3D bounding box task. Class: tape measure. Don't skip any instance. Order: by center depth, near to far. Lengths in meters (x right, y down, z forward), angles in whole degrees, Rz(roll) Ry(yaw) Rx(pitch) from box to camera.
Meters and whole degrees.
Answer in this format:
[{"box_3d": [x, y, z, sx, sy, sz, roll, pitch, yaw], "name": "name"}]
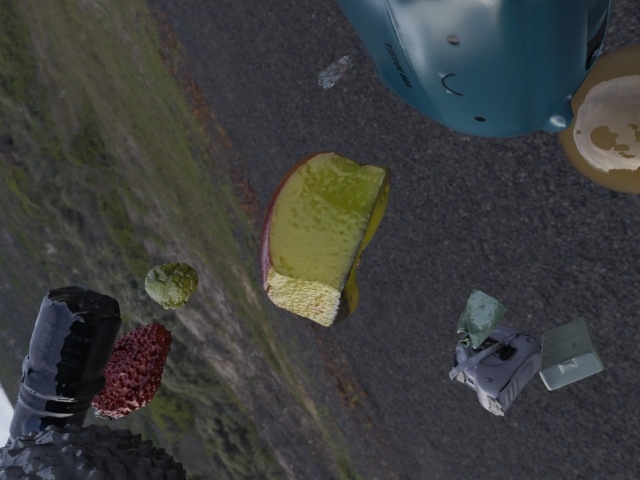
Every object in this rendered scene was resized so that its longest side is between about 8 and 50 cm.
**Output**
[{"box_3d": [0.436, 0.301, 1.363, 0.197, 0.236, 0.120, 22, 141, 46], "name": "tape measure"}]

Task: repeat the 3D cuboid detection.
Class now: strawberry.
[{"box_3d": [-0.487, 0.335, 1.355, 0.188, 0.286, 0.106, 38, 178, -10], "name": "strawberry"}]

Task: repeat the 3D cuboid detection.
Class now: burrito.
[{"box_3d": [0.305, 0.155, 1.057, 0.074, 0.118, 0.044, 26, 164, 37], "name": "burrito"}]

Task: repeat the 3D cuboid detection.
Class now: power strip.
[{"box_3d": [0.515, 0.224, 1.128, 0.106, 0.367, 0.043, -30, 81, 22], "name": "power strip"}]

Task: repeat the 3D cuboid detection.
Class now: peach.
[{"box_3d": [0.000, 0.000, 1.201, 0.306, 0.242, 0.380, 8, -83, -83], "name": "peach"}]

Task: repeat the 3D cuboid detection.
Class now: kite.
[{"box_3d": [0.088, -0.560, 1.717, 0.016, 0.229, 0.127, 40, -152, -41], "name": "kite"}]

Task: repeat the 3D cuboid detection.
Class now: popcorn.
[{"box_3d": [-0.345, 0.104, 1.267, 0.116, 0.121, 0.106, -173, 69, -75], "name": "popcorn"}]

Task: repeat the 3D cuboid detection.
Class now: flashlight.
[{"box_3d": [-0.368, 0.265, 0.710, 0.103, 0.103, 0.424, 31, 102, 52], "name": "flashlight"}]

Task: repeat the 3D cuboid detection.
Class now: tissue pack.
[{"box_3d": [0.134, -0.215, 0.445, 0.206, 0.198, 0.287, 33, 177, 30], "name": "tissue pack"}]

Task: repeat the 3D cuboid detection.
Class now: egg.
[{"box_3d": [0.653, -0.242, 1.096, 0.374, 0.301, 0.301, -82, -28, -75], "name": "egg"}]

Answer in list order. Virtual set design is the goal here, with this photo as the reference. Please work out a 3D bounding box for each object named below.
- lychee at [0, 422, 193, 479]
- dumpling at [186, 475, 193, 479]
[{"box_3d": [-0.239, 0.312, 0.510, 0.300, 0.300, 0.300, 47, 152, 35], "name": "lychee"}, {"box_3d": [-0.345, 0.638, 1.392, 0.077, 0.043, 0.059, -48, 51, 29], "name": "dumpling"}]
